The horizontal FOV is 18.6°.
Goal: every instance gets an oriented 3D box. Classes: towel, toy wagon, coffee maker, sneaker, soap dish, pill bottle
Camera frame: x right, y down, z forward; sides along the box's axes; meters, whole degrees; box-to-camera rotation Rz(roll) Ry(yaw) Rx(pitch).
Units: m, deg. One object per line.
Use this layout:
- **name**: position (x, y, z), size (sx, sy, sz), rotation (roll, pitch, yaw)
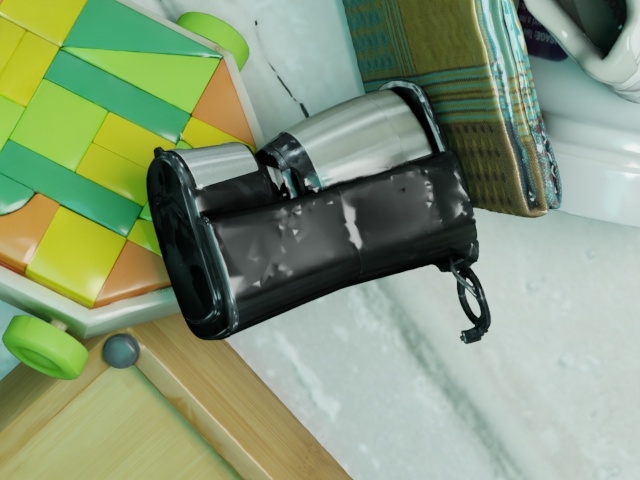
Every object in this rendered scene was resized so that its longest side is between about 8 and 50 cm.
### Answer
- **towel**: position (0.053, -0.201, 1.234), size (0.040, 0.271, 0.370), rotation (-17, 99, -13)
- **toy wagon**: position (-0.213, -0.079, 1.293), size (0.344, 0.068, 0.267), rotation (27, 68, -3)
- **coffee maker**: position (0.000, 0.000, 1.217), size (0.178, 0.120, 0.171), rotation (-20, 67, -21)
- **sneaker**: position (0.144, -0.189, 1.158), size (0.090, 0.115, 0.232), rotation (-38, 76, 24)
- **soap dish**: position (-0.155, 0.191, 1.366), size (0.291, 0.118, 0.229), rotation (-42, 95, 5)
- **pill bottle**: position (0.217, -0.164, 1.282), size (0.169, 0.169, 0.301), rotation (11, 98, 0)
